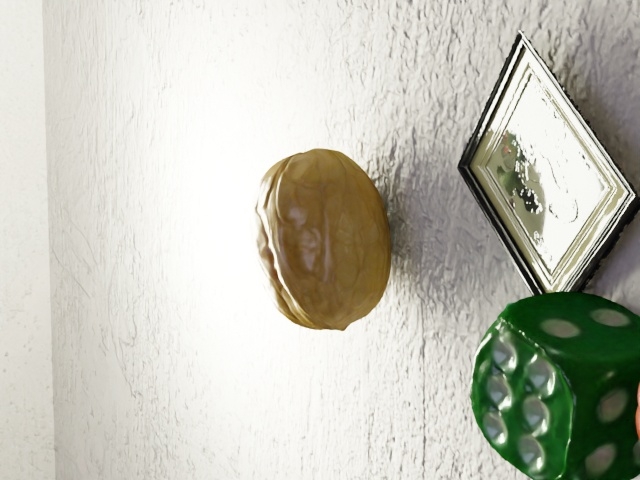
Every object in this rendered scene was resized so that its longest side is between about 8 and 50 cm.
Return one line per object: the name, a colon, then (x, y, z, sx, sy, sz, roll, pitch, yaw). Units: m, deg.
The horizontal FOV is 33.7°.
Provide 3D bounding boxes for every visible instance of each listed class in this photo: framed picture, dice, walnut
framed picture: (0.192, -0.051, 0.929, 0.199, 0.010, 0.195, 108, 143, -53)
dice: (0.207, 0.124, 0.870, 0.131, 0.120, 0.128, 38, 130, 49)
walnut: (0.000, 0.000, 1.168, 0.159, 0.159, 0.206, -24, 78, 61)

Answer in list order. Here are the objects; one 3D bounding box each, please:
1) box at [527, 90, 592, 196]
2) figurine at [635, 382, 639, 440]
box: (0.208, -0.084, 0.909, 0.046, 0.012, 0.083, -39, 66, 60)
figurine: (0.312, 0.143, 0.644, 0.208, 0.181, 0.257, 43, 151, 5)
